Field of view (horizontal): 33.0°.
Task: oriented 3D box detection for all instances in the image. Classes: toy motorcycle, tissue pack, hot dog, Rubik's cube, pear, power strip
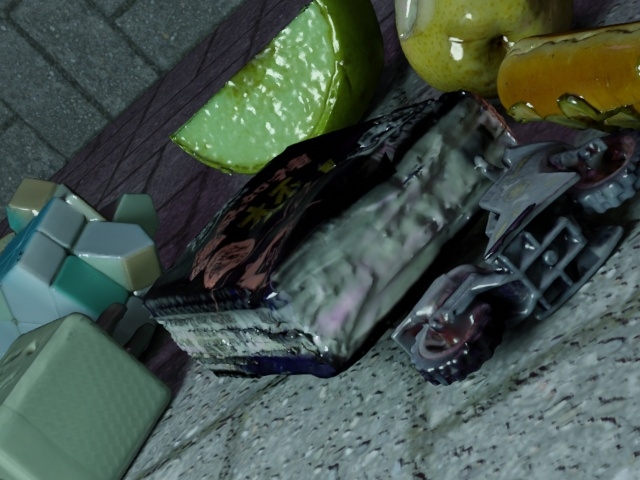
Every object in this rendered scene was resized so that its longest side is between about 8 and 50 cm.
[{"bbox_3d":[0.126,0.001,0.722,0.215,0.080,0.122,-47,21,-7],"label":"toy motorcycle"},{"bbox_3d":[0.000,0.000,0.900,0.245,0.123,0.332,-47,15,-21],"label":"tissue pack"},{"bbox_3d":[0.222,-0.109,0.720,0.270,0.109,0.072,6,93,59],"label":"hot dog"},{"bbox_3d":[-0.292,0.036,1.298,0.265,0.224,0.213,-35,25,39],"label":"Rubik's cube"},{"bbox_3d":[-0.011,-0.185,1.330,0.288,0.139,0.239,-38,4,31],"label":"pear"},{"bbox_3d":[-0.249,0.160,1.072,0.140,0.139,0.224,-24,28,47],"label":"power strip"},{"bbox_3d":[0.148,-0.211,0.991,0.178,0.178,0.178,-39,20,17],"label":"pear"}]

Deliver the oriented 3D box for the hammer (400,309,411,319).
[{"bbox_3d":[0.098,-0.008,0.900,0.062,0.013,0.199,-13,36,57],"label":"hammer"}]
